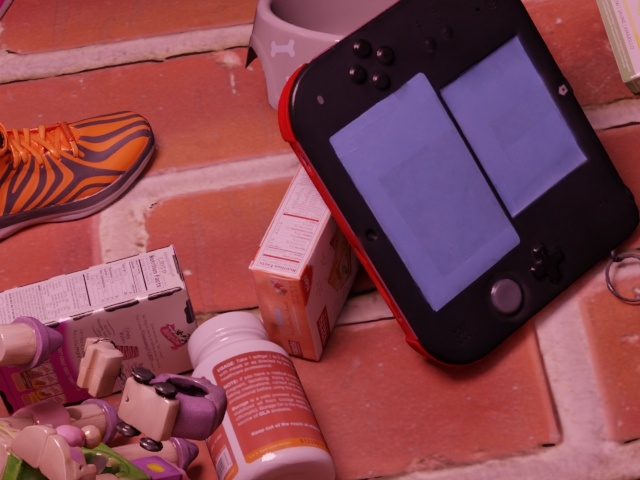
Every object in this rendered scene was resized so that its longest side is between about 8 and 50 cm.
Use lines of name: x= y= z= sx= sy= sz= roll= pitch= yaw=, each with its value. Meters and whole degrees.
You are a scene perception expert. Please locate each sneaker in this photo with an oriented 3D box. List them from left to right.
sneaker: x=-0.361 y=-0.108 z=1.942 sx=0.321 sy=0.180 sz=0.124 roll=-28 pitch=53 yaw=-15

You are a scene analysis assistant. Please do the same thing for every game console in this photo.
game console: x=0.162 y=-0.090 z=1.777 sx=0.342 sy=0.387 sz=0.060 roll=-35 pitch=13 yaw=-19

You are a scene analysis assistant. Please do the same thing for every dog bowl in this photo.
dog bowl: x=0.075 y=-0.249 z=1.946 sx=0.348 sy=0.102 sz=0.349 roll=-1 pitch=26 yaw=0

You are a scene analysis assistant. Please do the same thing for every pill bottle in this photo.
pill bottle: x=-0.071 y=0.186 z=1.701 sx=0.121 sy=0.121 sz=0.216 roll=-18 pitch=51 yaw=-7

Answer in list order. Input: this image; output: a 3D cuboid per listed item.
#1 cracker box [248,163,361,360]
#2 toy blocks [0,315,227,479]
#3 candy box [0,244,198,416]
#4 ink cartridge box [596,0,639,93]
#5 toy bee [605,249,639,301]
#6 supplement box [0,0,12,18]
cracker box: x=0.000 y=0.000 z=1.821 sx=0.067 sy=0.156 sz=0.232 roll=12 pitch=54 yaw=19
toy blocks: x=-0.194 y=0.225 z=1.607 sx=0.288 sy=0.309 sz=0.260 roll=28 pitch=18 yaw=35
candy box: x=-0.256 y=0.105 z=1.767 sx=0.233 sy=0.159 sz=0.071 roll=-14 pitch=52 yaw=-5
ink cartridge box: x=0.476 y=-0.306 z=1.996 sx=0.235 sy=0.056 sz=0.171 roll=-21 pitch=67 yaw=19
toy bee: x=0.471 y=-0.059 z=1.801 sx=0.195 sy=0.162 sz=0.298 roll=25 pitch=59 yaw=16
supplement box: x=-0.529 y=-0.312 z=2.176 sx=0.114 sy=0.111 sz=0.220 roll=13 pitch=55 yaw=17
